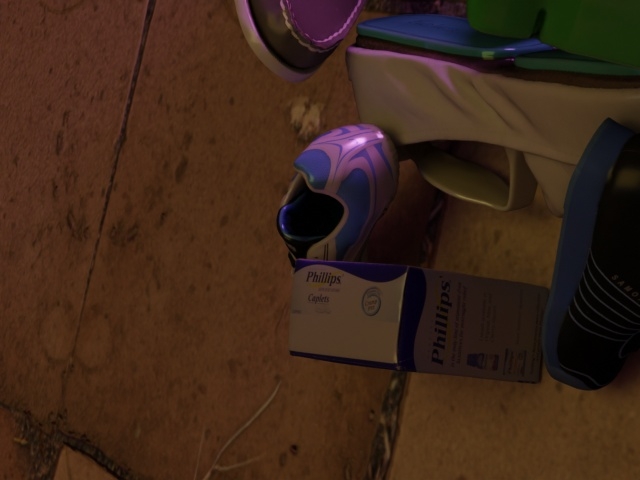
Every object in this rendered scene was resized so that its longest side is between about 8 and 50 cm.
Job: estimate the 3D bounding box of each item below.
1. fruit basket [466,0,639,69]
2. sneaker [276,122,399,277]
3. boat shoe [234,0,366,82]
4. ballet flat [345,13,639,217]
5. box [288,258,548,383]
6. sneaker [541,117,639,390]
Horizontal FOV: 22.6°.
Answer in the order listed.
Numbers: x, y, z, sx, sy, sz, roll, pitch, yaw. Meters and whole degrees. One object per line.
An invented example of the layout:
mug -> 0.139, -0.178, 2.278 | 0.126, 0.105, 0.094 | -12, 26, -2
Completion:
fruit basket -> 0.189, -0.310, 0.836 | 0.392, 0.283, 0.392 | 14, -90, -87
sneaker -> 0.000, 0.000, 1.229 | 0.085, 0.086, 0.237 | 60, 156, 31
boat shoe -> 0.013, -0.250, 1.243 | 0.091, 0.109, 0.305 | -25, 36, 38
ballet flat -> 0.154, -0.079, 1.086 | 0.400, 0.139, 0.139 | 17, 95, 57
box -> 0.068, 0.057, 1.133 | 0.126, 0.137, 0.072 | 2, 84, 52
sneaker -> 0.194, 0.028, 0.977 | 0.090, 0.081, 0.232 | 26, 148, 22
